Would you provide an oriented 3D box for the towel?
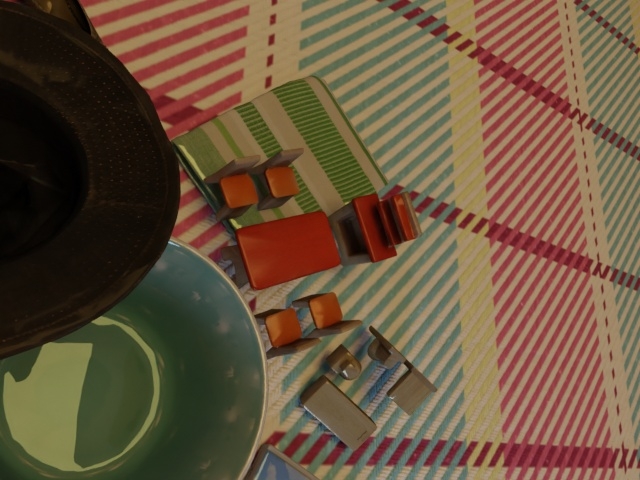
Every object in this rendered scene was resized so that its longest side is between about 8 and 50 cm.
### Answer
[{"bbox_3d":[-0.044,-0.114,0.924,0.325,0.038,0.248,-40,101,-38],"label":"towel"}]

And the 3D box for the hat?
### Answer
[{"bbox_3d":[-0.282,-0.032,0.450,0.331,0.134,0.331,14,56,-21],"label":"hat"}]

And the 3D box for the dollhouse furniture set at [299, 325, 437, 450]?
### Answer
[{"bbox_3d":[0.059,0.215,0.905,0.151,0.123,0.144,-45,108,-2],"label":"dollhouse furniture set"}]

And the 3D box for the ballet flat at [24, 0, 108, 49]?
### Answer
[{"bbox_3d":[-0.338,-0.306,0.735,0.084,0.058,0.250,-35,98,-41],"label":"ballet flat"}]

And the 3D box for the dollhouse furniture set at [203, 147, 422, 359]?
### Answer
[{"bbox_3d":[0.000,0.000,0.808,0.259,0.135,0.262,-16,86,-39],"label":"dollhouse furniture set"}]

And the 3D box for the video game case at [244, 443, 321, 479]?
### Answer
[{"bbox_3d":[-0.038,0.408,0.767,0.212,0.023,0.193,43,54,-20],"label":"video game case"}]

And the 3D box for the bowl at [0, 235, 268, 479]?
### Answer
[{"bbox_3d":[-0.227,0.154,0.607,0.311,0.163,0.311,14,67,-35],"label":"bowl"}]
